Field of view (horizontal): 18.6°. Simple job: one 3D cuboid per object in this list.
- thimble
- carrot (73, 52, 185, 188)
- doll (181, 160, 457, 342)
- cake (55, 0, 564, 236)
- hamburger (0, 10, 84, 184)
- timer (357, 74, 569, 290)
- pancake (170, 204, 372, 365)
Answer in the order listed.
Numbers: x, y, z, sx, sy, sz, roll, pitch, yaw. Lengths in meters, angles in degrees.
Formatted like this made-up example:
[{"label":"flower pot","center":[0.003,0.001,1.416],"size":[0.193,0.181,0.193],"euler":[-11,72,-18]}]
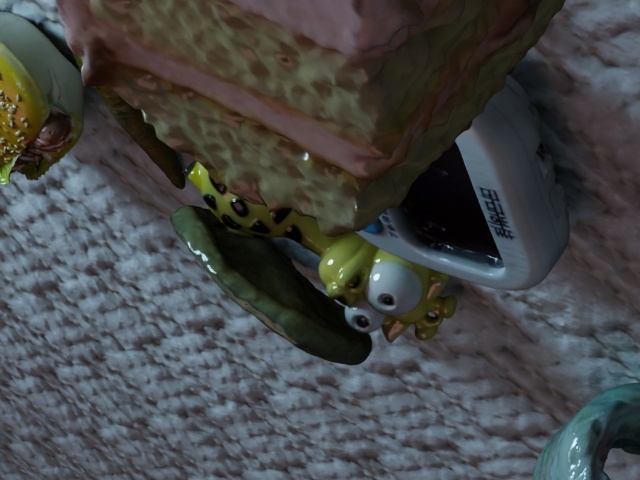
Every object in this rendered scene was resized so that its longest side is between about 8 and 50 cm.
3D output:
[{"label":"thimble","center":[0.308,0.232,1.800],"size":[0.211,0.185,0.149],"euler":[1,159,-11]},{"label":"carrot","center":[-0.179,-0.124,1.904],"size":[0.049,0.049,0.254],"euler":[18,155,30]},{"label":"doll","center":[0.000,0.000,1.856],"size":[0.291,0.086,0.117],"euler":[37,131,-8]},{"label":"cake","center":[0.006,-0.219,1.213],"size":[0.293,0.314,0.307],"euler":[28,156,16]},{"label":"hamburger","center":[-0.321,-0.139,1.956],"size":[0.173,0.116,0.210],"euler":[45,152,-16]},{"label":"timer","center":[0.088,-0.072,1.622],"size":[0.237,0.087,0.262],"euler":[17,150,33]},{"label":"pancake","center":[-0.045,0.040,1.916],"size":[0.222,0.042,0.236],"euler":[27,-165,-48]}]
